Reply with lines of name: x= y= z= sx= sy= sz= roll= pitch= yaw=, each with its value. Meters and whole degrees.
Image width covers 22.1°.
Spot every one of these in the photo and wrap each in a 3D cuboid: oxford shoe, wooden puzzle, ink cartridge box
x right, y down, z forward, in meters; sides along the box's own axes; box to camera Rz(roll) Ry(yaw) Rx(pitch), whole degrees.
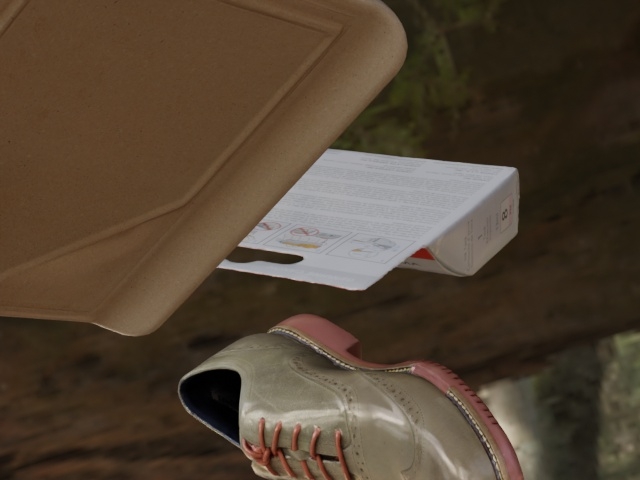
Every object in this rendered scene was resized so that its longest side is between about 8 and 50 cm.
oxford shoe: x=0.015 y=0.148 z=1.167 sx=0.130 sy=0.123 sz=0.348 roll=-16 pitch=16 yaw=-27
wooden puzzle: x=-0.106 y=-0.048 z=0.696 sx=0.238 sy=0.044 sz=0.221 roll=13 pitch=-52 yaw=-49
ink cartridge box: x=0.000 y=0.000 z=1.056 sx=0.189 sy=0.066 sz=0.232 roll=8 pitch=27 yaw=27
